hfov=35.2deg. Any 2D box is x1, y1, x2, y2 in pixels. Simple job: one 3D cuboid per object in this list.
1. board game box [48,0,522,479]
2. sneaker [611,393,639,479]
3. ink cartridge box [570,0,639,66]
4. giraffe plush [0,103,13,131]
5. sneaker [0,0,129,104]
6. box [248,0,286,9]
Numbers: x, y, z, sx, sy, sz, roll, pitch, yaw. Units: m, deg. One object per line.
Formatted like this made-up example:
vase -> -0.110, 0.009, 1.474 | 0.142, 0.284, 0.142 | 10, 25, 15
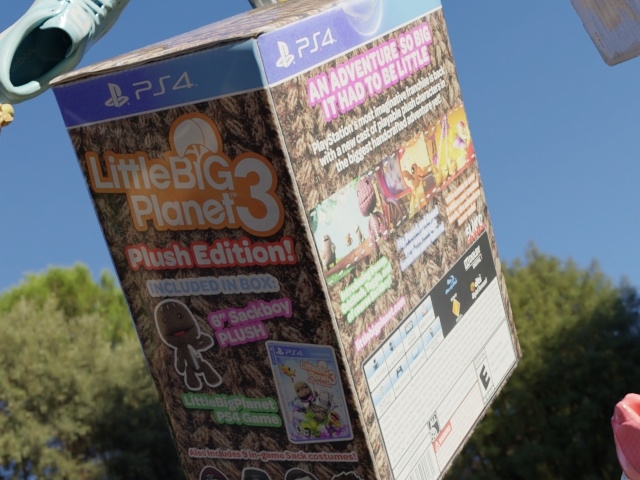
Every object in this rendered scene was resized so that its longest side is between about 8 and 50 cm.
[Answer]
board game box -> 0.000, 0.000, 0.636 | 0.141, 0.291, 0.232 | -6, 17, 31
sneaker -> 0.424, 0.199, 1.005 | 0.314, 0.136, 0.116 | -18, 3, 45
ink cartridge box -> 0.562, -0.480, 1.822 | 0.151, 0.270, 0.395 | -33, 5, -7
giraffe plush -> -0.412, -0.119, 1.019 | 0.171, 0.181, 0.210 | -25, -56, 5
sneaker -> -0.396, -0.347, 1.615 | 0.366, 0.150, 0.135 | -54, -53, -14
box -> 0.016, -0.212, 1.175 | 0.056, 0.231, 0.183 | -40, -33, 19
